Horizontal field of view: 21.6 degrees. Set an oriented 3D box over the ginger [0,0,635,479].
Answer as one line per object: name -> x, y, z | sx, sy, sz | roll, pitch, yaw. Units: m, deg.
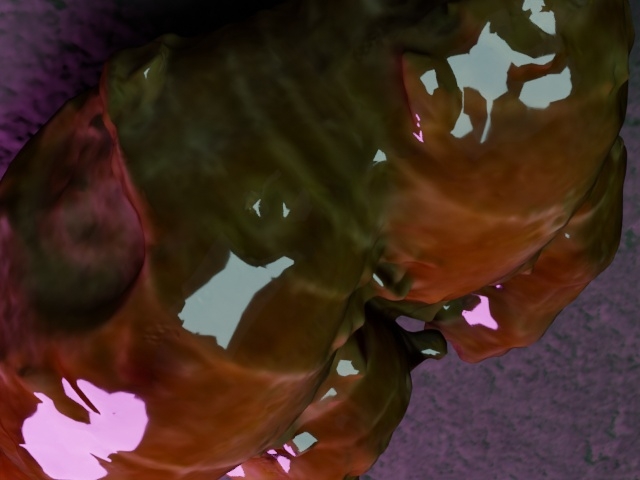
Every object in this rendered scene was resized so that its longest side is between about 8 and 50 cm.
ginger -> -0.011, 0.004, 0.728 | 0.357, 0.152, 0.274 | -34, 154, -2
